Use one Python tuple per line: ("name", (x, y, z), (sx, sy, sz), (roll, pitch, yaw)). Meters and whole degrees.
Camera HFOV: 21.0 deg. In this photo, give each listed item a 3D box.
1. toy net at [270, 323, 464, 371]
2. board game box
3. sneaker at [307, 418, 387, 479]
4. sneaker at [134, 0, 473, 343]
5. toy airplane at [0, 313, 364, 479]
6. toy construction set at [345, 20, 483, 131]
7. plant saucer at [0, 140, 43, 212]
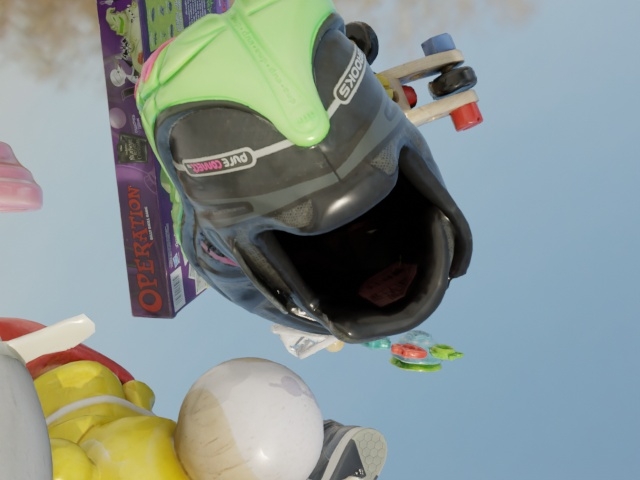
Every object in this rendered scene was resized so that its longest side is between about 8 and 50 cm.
("toy net", (0.052, 0.136, 2.126), (0.122, 0.232, 0.045), (-141, -123, -69))
("board game box", (-0.131, -0.125, 1.575), (0.056, 0.347, 0.208), (2, -163, 23))
("sneaker", (-0.023, 0.324, 2.165), (0.226, 0.086, 0.163), (-56, -152, -14))
("sneaker", (0.000, 0.000, 1.207), (0.185, 0.202, 0.483), (-33, 161, 0))
("toy airplane", (-0.095, 0.191, 0.996), (0.272, 0.384, 0.386), (-47, -178, 6))
("toy construction set", (0.031, -0.096, 1.994), (0.257, 0.309, 0.237), (2, -169, 37))
("plant saucer", (-0.497, -0.079, 2.059), (0.332, 0.332, 0.084), (179, -88, -71))
